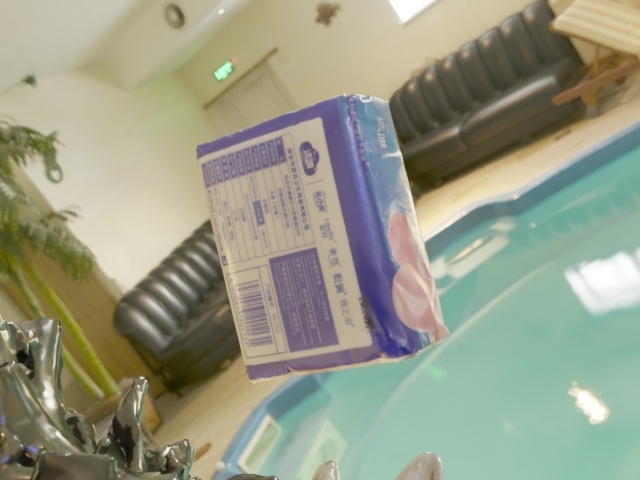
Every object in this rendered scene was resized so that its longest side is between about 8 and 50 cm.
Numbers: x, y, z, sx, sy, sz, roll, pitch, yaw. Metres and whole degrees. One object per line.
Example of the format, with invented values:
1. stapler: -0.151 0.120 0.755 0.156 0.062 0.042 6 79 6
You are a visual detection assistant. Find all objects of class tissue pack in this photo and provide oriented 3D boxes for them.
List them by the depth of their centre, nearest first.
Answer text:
1. tissue pack: 0.000 0.000 0.754 0.209 0.270 0.137 -16 -3 25

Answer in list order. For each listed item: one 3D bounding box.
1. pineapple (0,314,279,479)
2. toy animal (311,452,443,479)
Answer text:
1. pineapple: -0.056 0.139 0.294 0.141 0.310 0.170 -51 -26 -12
2. toy animal: 0.048 0.246 0.408 0.103 0.221 0.130 -26 1 41
